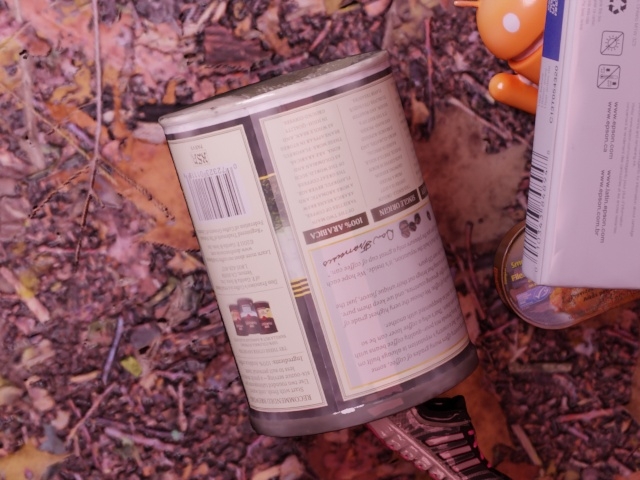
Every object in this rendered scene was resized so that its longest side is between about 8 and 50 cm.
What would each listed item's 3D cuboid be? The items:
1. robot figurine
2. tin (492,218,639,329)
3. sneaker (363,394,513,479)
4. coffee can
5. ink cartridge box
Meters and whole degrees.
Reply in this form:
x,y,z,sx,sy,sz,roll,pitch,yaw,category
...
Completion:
x,y,z,sx,sy,sz,roll,pitch,yaw,category
0.229,-0.185,1.548,0.219,0.158,0.128,32,59,-15,robot figurine
0.248,0.012,1.617,0.189,0.040,0.106,-20,103,-12,tin
0.122,0.181,1.582,0.170,0.063,0.075,34,92,-10,sneaker
0.000,0.000,1.465,0.201,0.201,0.275,-18,99,-12,coffee can
0.345,-0.118,1.486,0.330,0.071,0.324,2,100,-15,ink cartridge box
